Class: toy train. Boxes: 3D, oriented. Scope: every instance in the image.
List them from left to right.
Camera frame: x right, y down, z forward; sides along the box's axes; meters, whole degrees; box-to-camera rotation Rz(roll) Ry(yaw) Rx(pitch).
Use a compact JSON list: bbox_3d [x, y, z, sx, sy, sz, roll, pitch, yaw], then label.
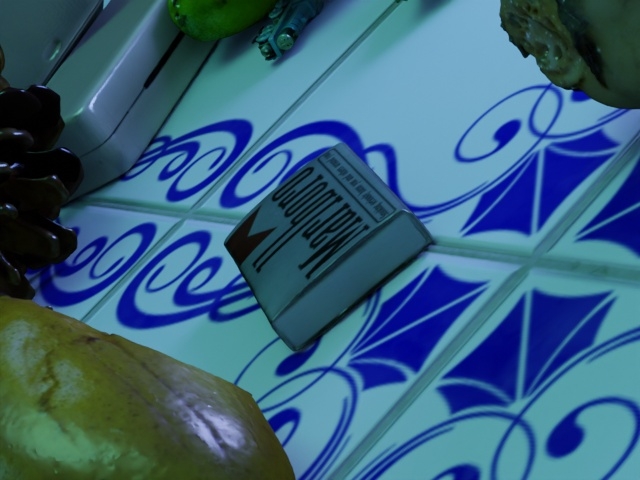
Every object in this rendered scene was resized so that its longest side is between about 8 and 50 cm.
[{"bbox_3d":[-0.029,-0.193,1.679,0.045,0.029,0.092,-18,28,29],"label":"toy train"}]

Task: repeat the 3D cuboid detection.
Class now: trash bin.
[{"bbox_3d":[-0.316,-0.216,1.966,0.243,0.121,0.247,-56,5,-2],"label":"trash bin"}]

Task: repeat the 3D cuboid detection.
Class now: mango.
[{"bbox_3d":[-0.117,0.120,1.015,0.257,0.187,0.138,26,102,64],"label":"mango"},{"bbox_3d":[-0.081,-0.257,1.794,0.119,0.100,0.178,-12,39,44],"label":"mango"}]

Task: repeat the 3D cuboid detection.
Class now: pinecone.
[{"bbox_3d":[-0.316,-0.041,1.585,0.264,0.264,0.264,-34,22,16],"label":"pinecone"}]

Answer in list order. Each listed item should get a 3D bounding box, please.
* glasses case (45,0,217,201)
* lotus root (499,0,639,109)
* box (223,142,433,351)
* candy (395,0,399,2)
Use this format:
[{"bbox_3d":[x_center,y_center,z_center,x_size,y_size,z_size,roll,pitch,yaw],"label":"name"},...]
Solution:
[{"bbox_3d":[-0.188,-0.170,1.831,0.144,0.076,0.336,-23,26,39],"label":"glasses case"},{"bbox_3d":[0.233,-0.211,1.061,0.310,0.183,0.183,-44,21,-11],"label":"lotus root"},{"bbox_3d":[0.000,0.000,1.232,0.115,0.036,0.177,-41,21,1],"label":"box"},{"bbox_3d":[0.108,-0.279,1.555,0.141,0.078,0.203,-39,37,16],"label":"candy"}]
